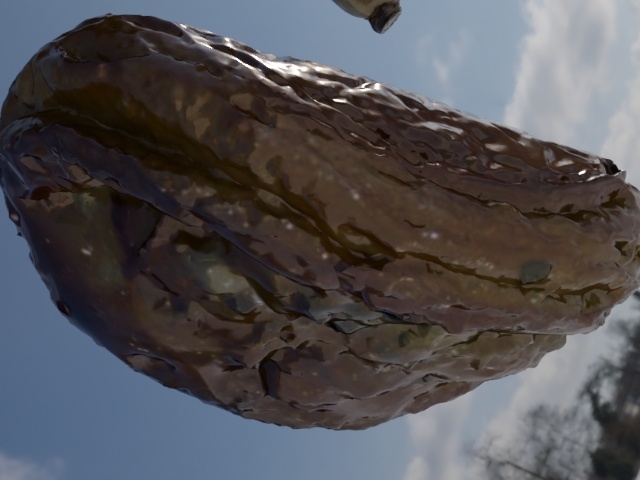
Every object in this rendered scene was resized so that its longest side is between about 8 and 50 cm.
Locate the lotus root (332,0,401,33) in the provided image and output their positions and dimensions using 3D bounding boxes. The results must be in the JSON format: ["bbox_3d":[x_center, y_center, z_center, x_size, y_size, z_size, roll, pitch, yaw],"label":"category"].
[{"bbox_3d":[0.016,-0.225,0.758,0.073,0.150,0.062,-35,6,-12],"label":"lotus root"}]

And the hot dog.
[{"bbox_3d":[0.000,0.000,0.598,0.267,0.387,0.174,126,153,-53],"label":"hot dog"}]
